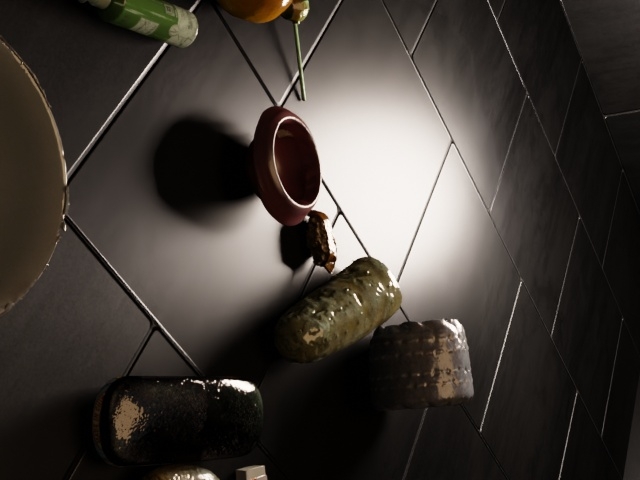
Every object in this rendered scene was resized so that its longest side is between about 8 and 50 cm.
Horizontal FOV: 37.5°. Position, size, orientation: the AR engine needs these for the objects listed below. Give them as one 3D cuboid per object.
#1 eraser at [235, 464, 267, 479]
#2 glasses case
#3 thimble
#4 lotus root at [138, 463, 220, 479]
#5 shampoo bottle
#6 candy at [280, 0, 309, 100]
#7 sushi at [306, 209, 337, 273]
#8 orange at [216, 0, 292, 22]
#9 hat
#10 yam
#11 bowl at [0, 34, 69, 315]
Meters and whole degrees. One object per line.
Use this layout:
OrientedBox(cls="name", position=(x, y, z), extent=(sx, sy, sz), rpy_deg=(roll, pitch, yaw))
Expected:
OrientedBox(cls="eraser", position=(-0.109, 0.425, 1.507), extent=(0.052, 0.029, 0.122), rpy_deg=(3, 83, -56))
OrientedBox(cls="glasses case", position=(-0.195, 0.257, 1.359), extent=(0.321, 0.082, 0.122), rpy_deg=(12, 74, -53))
OrientedBox(cls="thimble", position=(0.199, 0.244, 1.837), extent=(0.236, 0.205, 0.172), rpy_deg=(13, 73, -54))
OrientedBox(cls="lotus root", position=(-0.192, 0.375, 1.342), extent=(0.192, 0.088, 0.113), rpy_deg=(15, 66, -55))
OrientedBox(cls="shampoo bottle", position=(-0.266, -0.335, 1.369), extent=(0.204, 0.065, 0.065), rpy_deg=(8, 78, -55))
OrientedBox(cls="candy", position=(-0.043, -0.357, 1.730), extent=(0.061, 0.061, 0.203), rpy_deg=(-27, 115, -54))
OrientedBox(cls="sushi", position=(0.000, 0.000, 1.719), extent=(0.055, 0.052, 0.120), rpy_deg=(-21, 102, -55))
OrientedBox(cls="orange", position=(-0.114, -0.438, 1.567), extent=(0.154, 0.134, 0.155), rpy_deg=(8, 75, -31))
OrientedBox(cls="hat", position=(-0.073, -0.123, 1.601), extent=(0.205, 0.089, 0.205), rpy_deg=(26, 60, -55))
OrientedBox(cls="yam", position=(0.031, 0.127, 1.686), extent=(0.330, 0.133, 0.133), rpy_deg=(-27, 107, -51))
OrientedBox(cls="bowl", position=(-0.446, -0.069, 0.976), extent=(0.345, 0.157, 0.346), rpy_deg=(16, 71, -54))
